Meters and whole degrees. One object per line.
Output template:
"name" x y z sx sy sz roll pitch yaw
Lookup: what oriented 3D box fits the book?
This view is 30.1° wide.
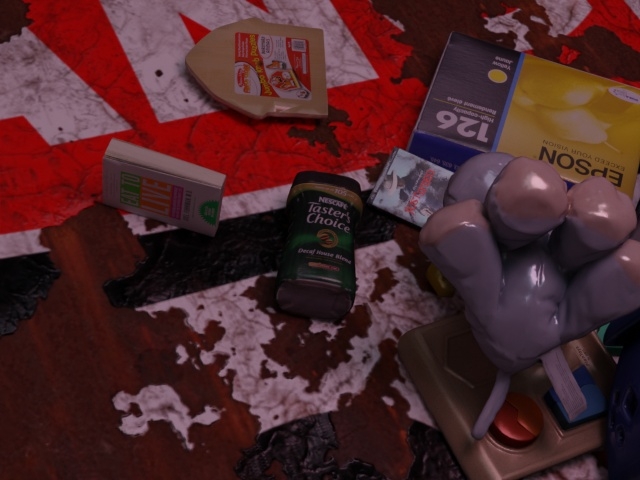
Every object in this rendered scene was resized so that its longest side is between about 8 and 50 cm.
"book" -0.190 -0.061 1.437 0.144 0.096 0.035 16 50 2

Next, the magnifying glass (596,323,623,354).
"magnifying glass" 0.368 0.120 1.462 0.231 0.026 0.092 24 51 6

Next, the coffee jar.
"coffee jar" 0.000 0.000 1.441 0.096 0.079 0.184 9 50 -5

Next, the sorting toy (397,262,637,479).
"sorting toy" 0.213 0.122 1.397 0.229 0.041 0.307 -18 59 -18

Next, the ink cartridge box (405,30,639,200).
"ink cartridge box" 0.279 -0.130 1.615 0.303 0.072 0.307 19 49 3

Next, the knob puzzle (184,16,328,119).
"knob puzzle" -0.090 -0.232 1.638 0.213 0.030 0.213 6 52 -8

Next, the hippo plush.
"hippo plush" 0.241 0.016 1.323 0.234 0.294 0.236 -14 22 10

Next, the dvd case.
"dvd case" 0.131 -0.060 1.537 0.119 0.013 0.087 25 78 9

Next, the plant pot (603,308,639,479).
"plant pot" 0.446 0.144 1.277 0.236 0.236 0.212 1 67 -15

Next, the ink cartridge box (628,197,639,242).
"ink cartridge box" 0.520 -0.060 1.479 0.197 0.270 0.198 25 51 8
